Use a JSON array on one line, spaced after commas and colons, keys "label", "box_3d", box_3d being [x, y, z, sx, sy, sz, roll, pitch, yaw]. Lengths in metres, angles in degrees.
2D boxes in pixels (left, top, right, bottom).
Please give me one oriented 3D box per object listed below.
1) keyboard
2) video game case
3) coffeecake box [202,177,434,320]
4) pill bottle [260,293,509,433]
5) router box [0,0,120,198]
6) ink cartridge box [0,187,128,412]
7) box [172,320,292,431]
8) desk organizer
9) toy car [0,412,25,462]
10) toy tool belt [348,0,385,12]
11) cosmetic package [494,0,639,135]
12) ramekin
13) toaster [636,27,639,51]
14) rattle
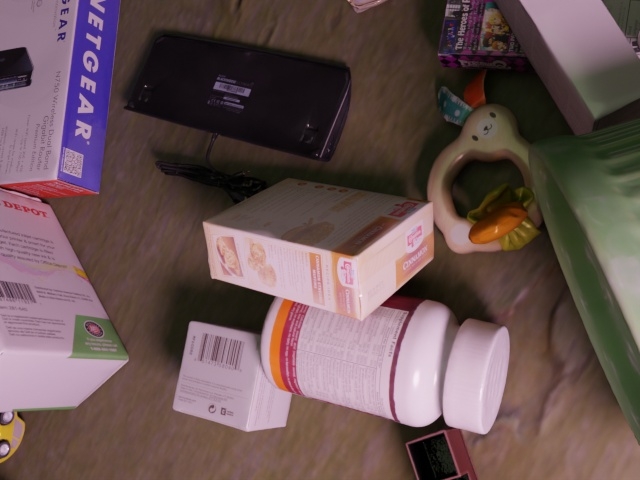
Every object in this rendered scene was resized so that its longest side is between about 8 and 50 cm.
[{"label": "keyboard", "box_3d": [-0.119, -0.148, 0.873, 0.317, 0.033, 0.201, 18, 82, 28]}, {"label": "video game case", "box_3d": [0.242, -0.283, 0.705, 0.210, 0.042, 0.232, 8, 84, 18]}, {"label": "coffeecake box", "box_3d": [0.000, 0.000, 0.706, 0.186, 0.142, 0.068, 12, 120, 34]}, {"label": "pill bottle", "box_3d": [0.062, 0.111, 0.682, 0.221, 0.121, 0.121, 9, 84, 27]}, {"label": "router box", "box_3d": [-0.445, -0.229, 1.016, 0.301, 0.082, 0.335, -2, 79, 25]}, {"label": "ink cartridge box", "box_3d": [-0.395, 0.066, 0.866, 0.117, 0.201, 0.278, -42, 65, 13]}, {"label": "box", "box_3d": [-0.090, 0.147, 0.767, 0.101, 0.087, 0.102, 8, 84, 27]}, {"label": "desk organizer", "box_3d": [0.127, 0.247, 0.663, 0.047, 0.050, 0.130, -25, 70, 20]}, {"label": "toy car", "box_3d": [-0.417, 0.342, 0.907, 0.225, 0.053, 0.239, 37, 97, 26]}, {"label": "toy tool belt", "box_3d": [0.063, -0.302, 0.803, 0.083, 0.051, 0.052, -29, 69, 18]}, {"label": "cosmetic package", "box_3d": [0.209, -0.204, 0.629, 0.060, 0.099, 0.239, -27, 75, 9]}, {"label": "ramekin", "box_3d": [0.276, 0.043, 0.500, 0.148, 0.303, 0.303, -22, 71, 13]}, {"label": "toaster", "box_3d": [0.359, -0.202, 0.550, 0.186, 0.110, 0.168, 33, 119, 24]}, {"label": "rattle", "box_3d": [0.146, -0.090, 0.676, 0.130, 0.143, 0.199, -7, 82, 39]}]
